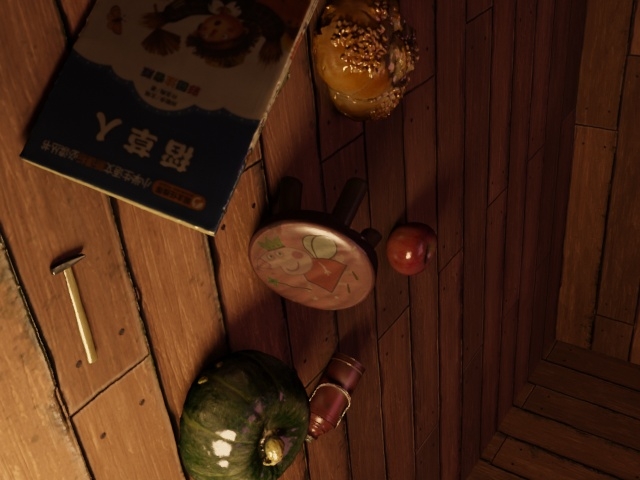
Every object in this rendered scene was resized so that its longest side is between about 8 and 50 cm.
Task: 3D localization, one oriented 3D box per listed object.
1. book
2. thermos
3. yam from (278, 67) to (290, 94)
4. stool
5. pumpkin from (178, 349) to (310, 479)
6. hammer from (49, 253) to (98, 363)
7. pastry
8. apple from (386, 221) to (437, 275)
[{"bbox_3d":[-0.204,-0.251,1.069,0.039,0.300,0.428,88,23,-78],"label":"book"},{"bbox_3d":[0.021,0.409,1.898,0.232,0.099,0.124,-60,-176,-20],"label":"thermos"},{"bbox_3d":[-0.187,-0.226,1.188,0.202,0.201,0.271,107,6,-77],"label":"yam"},{"bbox_3d":[0.000,0.000,1.547,0.272,0.272,0.178,70,30,-44],"label":"stool"},{"bbox_3d":[-0.148,0.369,1.499,0.300,0.207,0.300,-23,123,-41],"label":"pumpkin"},{"bbox_3d":[-0.385,0.115,1.198,0.062,0.013,0.199,-38,133,-44],"label":"hammer"},{"bbox_3d":[0.113,-0.401,1.616,0.255,0.162,0.311,-62,145,-16],"label":"pastry"},{"bbox_3d":[0.248,0.022,2.054,0.153,0.120,0.153,-40,141,-43],"label":"apple"}]
